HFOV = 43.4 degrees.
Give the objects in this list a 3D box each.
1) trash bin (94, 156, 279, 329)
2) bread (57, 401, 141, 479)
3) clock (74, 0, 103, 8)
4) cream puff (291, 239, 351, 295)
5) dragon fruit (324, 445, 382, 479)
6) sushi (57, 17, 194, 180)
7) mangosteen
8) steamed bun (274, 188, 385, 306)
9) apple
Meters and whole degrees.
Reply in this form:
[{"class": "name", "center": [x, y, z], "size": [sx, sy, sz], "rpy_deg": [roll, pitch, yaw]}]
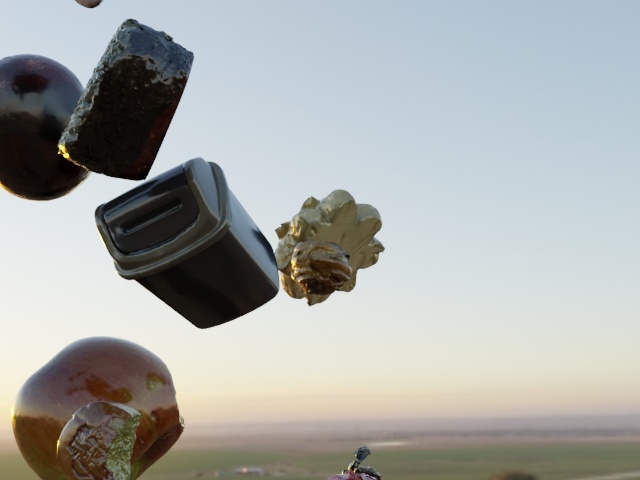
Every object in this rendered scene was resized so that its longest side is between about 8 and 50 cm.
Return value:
[{"class": "trash bin", "center": [-0.205, 0.005, 1.297], "size": [0.209, 0.182, 0.290], "rpy_deg": [-26, -42, 11]}, {"class": "bread", "center": [-0.368, 0.346, 1.336], "size": [0.125, 0.156, 0.086], "rpy_deg": [2, -10, 15]}, {"class": "clock", "center": [-0.402, -0.488, 1.006], "size": [0.251, 0.368, 0.376], "rpy_deg": [-22, -47, 23]}, {"class": "cream puff", "center": [0.000, 0.060, 1.625], "size": [0.119, 0.104, 0.133], "rpy_deg": [2, -34, -12]}, {"class": "dragon fruit", "center": [0.102, 0.642, 1.747], "size": [0.291, 0.250, 0.269], "rpy_deg": [37, 11, -23]}, {"class": "sushi", "center": [-0.263, -0.181, 1.083], "size": [0.126, 0.136, 0.225], "rpy_deg": [22, -51, -17]}, {"class": "mangosteen", "center": [-0.489, -0.172, 1.278], "size": [0.261, 0.235, 0.235], "rpy_deg": [-14, -9, -16]}, {"class": "steamed bun", "center": [0.000, 0.000, 1.808], "size": [0.295, 0.137, 0.292], "rpy_deg": [-16, -45, -30]}, {"class": "apple", "center": [-0.464, 0.362, 1.686], "size": [0.340, 0.339, 0.339], "rpy_deg": [-2, -12, 0]}]
